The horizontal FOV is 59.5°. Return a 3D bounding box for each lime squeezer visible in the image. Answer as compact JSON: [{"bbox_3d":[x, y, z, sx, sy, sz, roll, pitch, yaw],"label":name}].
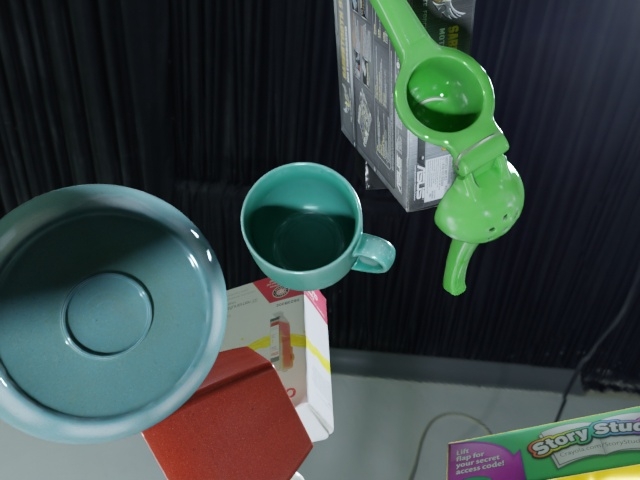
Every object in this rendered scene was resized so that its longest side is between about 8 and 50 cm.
[{"bbox_3d":[0.075,-0.067,0.345,0.058,0.311,0.110,-24,30,5],"label":"lime squeezer"}]

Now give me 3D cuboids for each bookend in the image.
[{"bbox_3d":[0.102,-0.186,0.986,0.072,0.156,0.157,-4,20,-3],"label":"bookend"}]

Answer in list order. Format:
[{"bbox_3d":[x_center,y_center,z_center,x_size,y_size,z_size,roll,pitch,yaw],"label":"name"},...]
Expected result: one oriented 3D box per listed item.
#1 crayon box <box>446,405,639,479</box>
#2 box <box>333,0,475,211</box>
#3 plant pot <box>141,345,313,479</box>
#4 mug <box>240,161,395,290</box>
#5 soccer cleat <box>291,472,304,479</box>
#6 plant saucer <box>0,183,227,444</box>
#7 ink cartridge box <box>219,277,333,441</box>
[{"bbox_3d":[0.370,0.354,0.642,0.362,0.313,0.106,-20,15,19],"label":"crayon box"},{"bbox_3d":[0.067,-0.170,0.515,0.056,0.231,0.183,-14,39,-11],"label":"box"},{"bbox_3d":[-0.173,0.339,1.015,0.235,0.267,0.267,-28,10,-20],"label":"plant pot"},{"bbox_3d":[-0.010,0.002,0.626,0.129,0.097,0.158,-33,70,-8],"label":"mug"},{"bbox_3d":[-0.126,0.565,1.311,0.196,0.068,0.076,22,9,-18],"label":"soccer cleat"},{"bbox_3d":[-0.257,0.089,0.673,0.317,0.318,0.043,-15,7,-29],"label":"plant saucer"},{"bbox_3d":[-0.130,0.287,1.350,0.279,0.160,0.385,-18,44,13],"label":"ink cartridge box"}]
